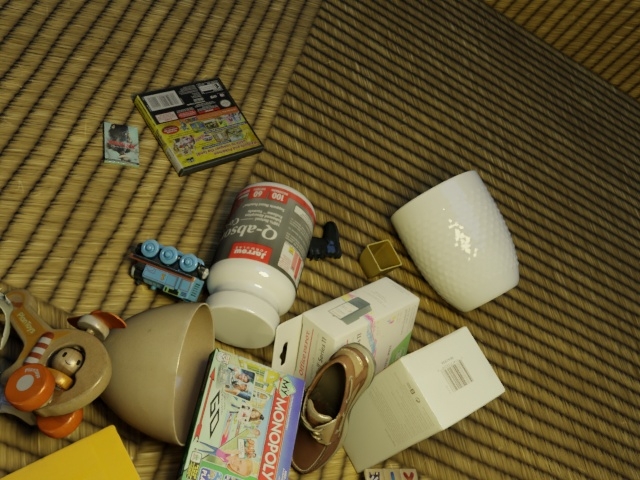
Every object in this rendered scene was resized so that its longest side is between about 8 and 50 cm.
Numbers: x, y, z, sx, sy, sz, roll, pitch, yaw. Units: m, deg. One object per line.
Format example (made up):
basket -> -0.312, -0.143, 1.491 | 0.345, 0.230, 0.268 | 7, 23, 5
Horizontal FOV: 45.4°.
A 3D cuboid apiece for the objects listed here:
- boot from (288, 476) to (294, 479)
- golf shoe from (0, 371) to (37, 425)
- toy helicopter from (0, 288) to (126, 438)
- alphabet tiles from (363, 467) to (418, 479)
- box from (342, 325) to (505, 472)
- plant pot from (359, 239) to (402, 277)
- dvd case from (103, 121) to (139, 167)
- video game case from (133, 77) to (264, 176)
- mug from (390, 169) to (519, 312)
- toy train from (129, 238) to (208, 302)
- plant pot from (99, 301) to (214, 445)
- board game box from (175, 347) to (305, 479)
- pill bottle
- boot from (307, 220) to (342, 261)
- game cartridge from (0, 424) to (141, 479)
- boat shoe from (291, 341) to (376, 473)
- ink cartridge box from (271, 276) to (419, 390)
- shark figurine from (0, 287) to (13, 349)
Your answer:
boot -> -0.047, 0.648, 1.556 | 0.220, 0.109, 0.283 | 39, 41, -9
golf shoe -> -0.614, 0.306, 1.458 | 0.176, 0.069, 0.086 | 41, 73, -2
toy helicopter -> -0.514, 0.187, 1.465 | 0.235, 0.140, 0.355 | -41, 50, -17
alphabet tiles -> 0.190, 0.675, 1.685 | 0.285, 0.011, 0.342 | 15, 53, -40
box -> 0.201, 0.360, 1.715 | 0.215, 0.345, 0.168 | -18, 72, -39
plant pot -> 0.152, 0.057, 2.056 | 0.082, 0.083, 0.081 | -15, 70, -36
dvd case -> -0.495, -0.238, 1.901 | 0.087, 0.013, 0.119 | 7, 58, -27
video game case -> -0.320, -0.308, 2.039 | 0.275, 0.035, 0.248 | -23, 74, -40
mug -> 0.406, 0.015, 2.145 | 0.328, 0.276, 0.374 | 62, 20, 9
toy train -> -0.344, 0.067, 1.723 | 0.184, 0.080, 0.105 | 19, 80, 12
plant pot -> -0.341, 0.256, 1.535 | 0.191, 0.284, 0.284 | 5, 53, 6
board game box -> -0.157, 0.395, 1.535 | 0.214, 0.046, 0.317 | 23, 52, -17
pill bottle -> -0.145, 0.056, 1.792 | 0.210, 0.210, 0.362 | 26, 50, -15
boot -> 0.000, 0.000, 2.030 | 0.099, 0.045, 0.121 | 2, 60, -26
game cartridge -> -0.453, 0.513, 1.329 | 0.324, 0.052, 0.285 | -23, 58, -22
boat shoe -> 0.002, 0.362, 1.629 | 0.123, 0.324, 0.116 | 30, 19, 26
ink cartridge box -> 0.057, 0.243, 1.782 | 0.354, 0.207, 0.119 | -20, 42, -38
shark figurine -> -0.660, 0.143, 1.480 | 0.166, 0.278, 0.116 | -2, 100, -64
